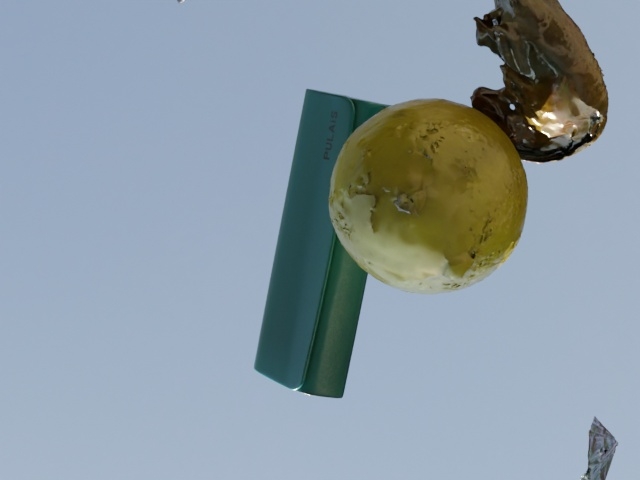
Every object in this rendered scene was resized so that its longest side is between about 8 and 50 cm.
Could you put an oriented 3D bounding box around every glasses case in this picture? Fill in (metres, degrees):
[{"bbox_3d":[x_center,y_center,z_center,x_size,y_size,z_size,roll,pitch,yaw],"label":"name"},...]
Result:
[{"bbox_3d":[0.000,0.000,1.361,0.070,0.117,0.301,8,-83,-31],"label":"glasses case"}]

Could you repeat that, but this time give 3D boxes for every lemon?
[{"bbox_3d":[0.094,-0.041,1.160,0.173,0.173,0.206,34,-152,-7],"label":"lemon"}]

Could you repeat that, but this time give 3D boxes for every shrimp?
[{"bbox_3d":[0.156,-0.177,1.150,0.262,0.117,0.066,54,-167,-14],"label":"shrimp"}]

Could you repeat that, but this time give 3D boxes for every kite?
[{"bbox_3d":[0.290,0.249,1.432,0.011,0.157,0.139,17,-128,-3],"label":"kite"}]

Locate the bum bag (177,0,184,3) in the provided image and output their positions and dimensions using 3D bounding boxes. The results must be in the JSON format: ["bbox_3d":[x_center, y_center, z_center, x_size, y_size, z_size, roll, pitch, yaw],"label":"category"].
[{"bbox_3d":[-0.054,-0.263,1.184,0.248,0.123,0.060,-11,-100,-16],"label":"bum bag"}]
